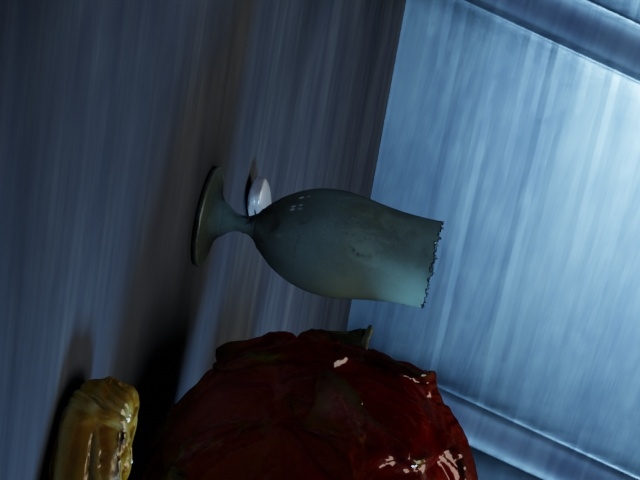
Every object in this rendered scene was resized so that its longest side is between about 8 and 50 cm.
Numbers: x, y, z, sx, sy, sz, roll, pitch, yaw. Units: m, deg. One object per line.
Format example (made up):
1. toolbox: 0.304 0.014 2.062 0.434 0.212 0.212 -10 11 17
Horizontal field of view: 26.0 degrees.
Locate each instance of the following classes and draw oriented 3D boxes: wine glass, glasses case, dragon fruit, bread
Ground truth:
1. wine glass: 0.000 0.000 1.170 0.093 0.202 0.093 11 90 -85
2. glasses case: -0.061 -0.037 1.400 0.083 0.021 0.032 88 12 -68
3. dragon fruit: -0.015 0.215 1.108 0.277 0.277 0.342 95 14 -51
4. bread: -0.141 0.140 0.869 0.083 0.044 0.111 70 30 -82
